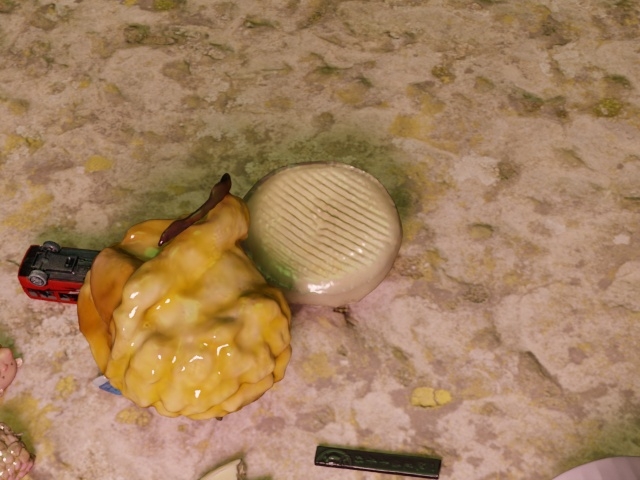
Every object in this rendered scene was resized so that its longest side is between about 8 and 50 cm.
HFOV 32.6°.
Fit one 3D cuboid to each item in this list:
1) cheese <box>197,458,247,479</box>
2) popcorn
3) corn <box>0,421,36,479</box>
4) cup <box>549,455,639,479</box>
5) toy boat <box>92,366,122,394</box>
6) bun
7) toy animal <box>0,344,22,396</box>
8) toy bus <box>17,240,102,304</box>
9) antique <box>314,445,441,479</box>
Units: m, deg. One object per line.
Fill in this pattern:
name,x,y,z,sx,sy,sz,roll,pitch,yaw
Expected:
cheese,-0.178,0.395,1.605,0.235,0.050,0.127,-12,54,-5
popcorn,-0.190,0.086,1.656,0.349,0.382,0.349,11,15,-3
corn,-0.569,0.390,1.591,0.335,0.127,0.126,-31,56,-26
cup,0.413,0.481,1.381,0.253,0.253,0.372,-9,48,-5
toy boat,-0.337,0.195,1.784,0.149,0.034,0.105,34,55,24
bun,0.000,0.000,1.860,0.287,0.146,0.287,-3,61,5
toy animal,-0.533,0.212,1.752,0.082,0.091,0.114,36,58,11
toy bus,-0.409,0.063,1.861,0.195,0.089,0.081,5,50,8
antique,0.087,0.338,1.661,0.192,0.015,0.031,5,51,7
